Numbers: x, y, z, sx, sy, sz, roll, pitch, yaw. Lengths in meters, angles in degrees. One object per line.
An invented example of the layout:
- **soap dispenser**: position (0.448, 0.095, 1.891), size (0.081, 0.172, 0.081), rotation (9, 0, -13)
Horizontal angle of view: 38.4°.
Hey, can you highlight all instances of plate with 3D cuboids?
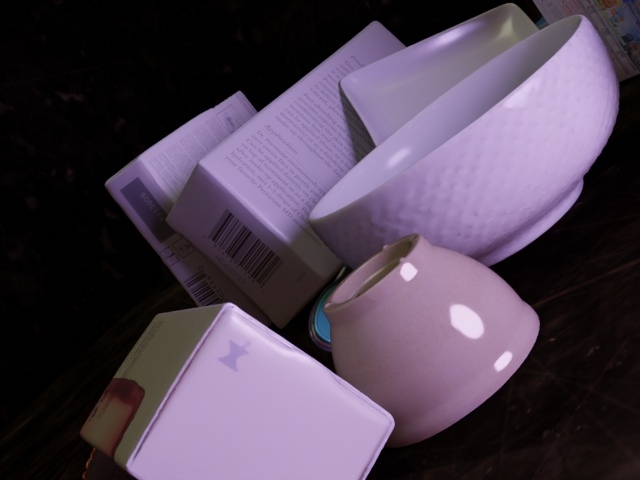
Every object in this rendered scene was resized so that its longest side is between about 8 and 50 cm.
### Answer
- **plate**: position (0.191, -0.189, 1.228), size (0.277, 0.045, 0.278), rotation (-24, 43, 1)

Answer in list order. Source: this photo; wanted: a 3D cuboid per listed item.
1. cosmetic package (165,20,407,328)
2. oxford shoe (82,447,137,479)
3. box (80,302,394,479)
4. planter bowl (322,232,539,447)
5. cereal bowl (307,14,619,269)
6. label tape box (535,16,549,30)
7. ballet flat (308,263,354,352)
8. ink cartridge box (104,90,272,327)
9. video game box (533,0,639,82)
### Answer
- **cosmetic package**: position (0.017, -0.110, 1.342), size (0.453, 0.230, 0.161), rotation (-45, -3, -39)
- **oxford shoe**: position (-0.216, 0.242, 0.984), size (0.271, 0.098, 0.097), rotation (-38, 9, 4)
- **box**: position (-0.075, 0.142, 0.696), size (0.127, 0.148, 0.232), rotation (-58, 14, -17)
- **planter bowl**: position (0.071, 0.064, 0.710), size (0.162, 0.109, 0.162), rotation (-37, 9, 7)
- **cereal bowl**: position (0.159, -0.070, 0.929), size (0.339, 0.141, 0.339), rotation (-37, 10, 7)
- **label tape box**: position (0.475, -0.356, 1.222), size (0.249, 0.115, 0.347), rotation (-44, 13, -32)
- **ballet flat**: position (0.035, 0.069, 0.999), size (0.074, 0.074, 0.203), rotation (-31, 17, 38)
- **ink cartridge box**: position (-0.135, -0.052, 1.475), size (0.091, 0.308, 0.385), rotation (-33, 10, 28)
- **video game box**: position (0.351, -0.297, 1.106), size (0.048, 0.205, 0.187), rotation (-41, 10, -25)
